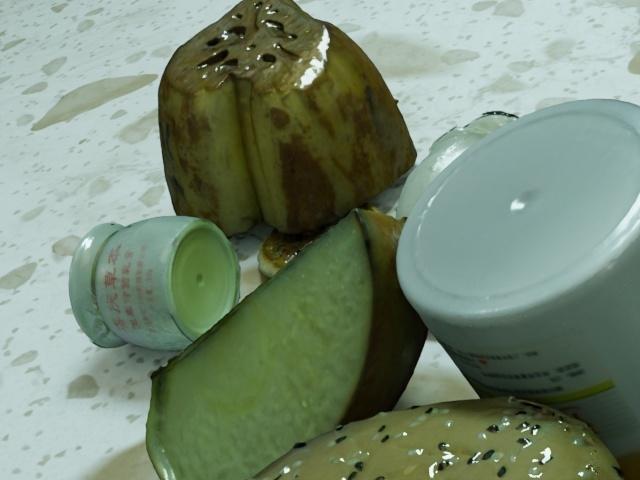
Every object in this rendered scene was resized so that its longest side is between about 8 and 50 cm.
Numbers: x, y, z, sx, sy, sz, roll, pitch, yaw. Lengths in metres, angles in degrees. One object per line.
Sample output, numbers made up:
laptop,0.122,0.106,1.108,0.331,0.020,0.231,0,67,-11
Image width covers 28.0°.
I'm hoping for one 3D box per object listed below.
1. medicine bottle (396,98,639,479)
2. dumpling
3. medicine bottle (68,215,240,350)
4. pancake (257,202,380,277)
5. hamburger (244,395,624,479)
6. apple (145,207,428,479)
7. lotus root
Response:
medicine bottle,0.211,0.046,1.014,0.238,0.232,0.238,-27,32,19
dumpling,0.171,-0.020,1.320,0.172,0.142,0.247,7,70,38
medicine bottle,-0.183,0.047,1.407,0.143,0.147,0.147,-3,36,30
pancake,0.000,0.000,1.487,0.158,0.028,0.158,-15,31,9
hamburger,0.093,0.246,0.888,0.277,0.195,0.318,-27,26,-2
apple,-0.013,0.106,1.136,0.346,0.179,0.254,-42,23,35
lotus root,-0.064,-0.139,1.545,0.316,0.250,0.316,-14,35,10
